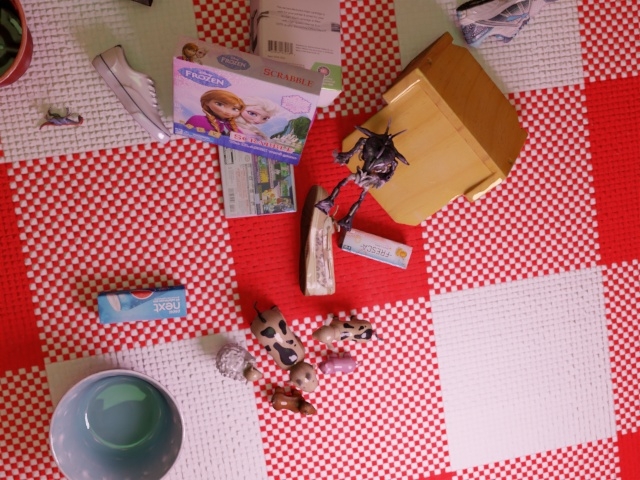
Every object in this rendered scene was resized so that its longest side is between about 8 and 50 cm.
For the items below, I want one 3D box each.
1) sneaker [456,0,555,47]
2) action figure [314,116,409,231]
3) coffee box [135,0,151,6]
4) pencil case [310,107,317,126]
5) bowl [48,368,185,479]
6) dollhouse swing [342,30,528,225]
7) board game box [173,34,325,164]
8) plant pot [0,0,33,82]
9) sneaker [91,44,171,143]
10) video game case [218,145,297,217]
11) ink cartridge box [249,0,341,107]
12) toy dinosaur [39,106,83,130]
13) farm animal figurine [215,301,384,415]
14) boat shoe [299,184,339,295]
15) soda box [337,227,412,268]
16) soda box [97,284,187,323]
[{"bbox_3d":[0.485,-0.579,1.939,0.283,0.110,0.122,-18,117,-5],"label":"sneaker"},{"bbox_3d":[0.098,-0.168,1.827,0.164,0.141,0.276,36,87,-14],"label":"action figure"},{"bbox_3d":[-0.495,-0.652,1.749,0.246,0.098,0.141,17,93,-11],"label":"coffee box"},{"bbox_3d":[-0.126,-0.336,1.849,0.236,0.104,0.104,23,92,-13],"label":"pencil case"},{"bbox_3d":[-0.485,0.444,1.838,0.311,0.163,0.312,-1,96,-10],"label":"bowl"},{"bbox_3d":[0.282,-0.268,1.946,0.347,0.305,0.315,47,46,-11],"label":"dollhouse swing"},{"bbox_3d":[-0.174,-0.307,1.721,0.318,0.318,0.066,14,66,-4],"label":"board game box"},{"bbox_3d":[-0.754,-0.442,1.643,0.272,0.265,0.272,-1,96,-10],"label":"plant pot"},{"bbox_3d":[-0.430,-0.349,1.795,0.091,0.094,0.258,-38,100,1],"label":"sneaker"},{"bbox_3d":[-0.158,-0.164,1.900,0.183,0.023,0.201,-6,96,-9],"label":"video game case"},{"bbox_3d":[-0.061,-0.469,1.786,0.198,0.115,0.273,4,76,-19],"label":"ink cartridge box"},{"bbox_3d":[-0.614,-0.288,1.810,0.082,0.047,0.090,27,124,-20],"label":"toy dinosaur"},{"bbox_3d":[-0.049,0.279,1.890,0.326,0.172,0.330,38,89,-11],"label":"farm animal figurine"},{"bbox_3d":[0.000,0.000,1.911,0.089,0.104,0.285,1,106,-15],"label":"boat shoe"},{"bbox_3d":[0.141,0.017,1.952,0.183,0.058,0.063,17,93,-10],"label":"soda box"},{"bbox_3d":[-0.437,0.157,1.864,0.210,0.067,0.071,-4,97,-10],"label":"soda box"}]
